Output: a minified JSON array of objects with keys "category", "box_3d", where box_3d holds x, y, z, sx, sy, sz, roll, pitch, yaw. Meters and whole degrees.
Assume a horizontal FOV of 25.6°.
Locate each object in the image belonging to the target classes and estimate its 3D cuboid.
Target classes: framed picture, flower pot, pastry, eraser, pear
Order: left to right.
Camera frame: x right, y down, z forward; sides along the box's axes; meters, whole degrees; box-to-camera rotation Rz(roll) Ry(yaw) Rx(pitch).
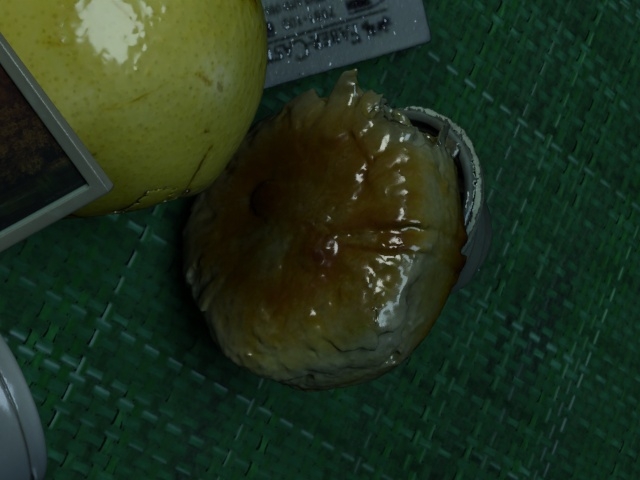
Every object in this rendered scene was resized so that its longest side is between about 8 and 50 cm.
[{"category":"framed picture","box_3d":[-0.323,-0.059,1.180,0.184,0.250,0.016,57,18,-21]},{"category":"pear","box_3d":[-0.219,-0.180,1.304,0.348,0.348,0.348,1,88,-31]},{"category":"eraser","box_3d":[-0.004,-0.244,1.584,0.352,0.077,0.111,-20,98,-31]},{"category":"pastry","box_3d":[0.000,0.000,1.460,0.136,0.329,0.330,34,69,-54]},{"category":"flower pot","box_3d":[0.103,-0.020,1.580,0.140,0.235,0.236,34,70,-48]}]

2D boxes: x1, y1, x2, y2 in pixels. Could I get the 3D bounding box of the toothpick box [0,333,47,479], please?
[{"category":"toothpick box","box_3d":[-0.425,0.200,1.243,0.316,0.229,0.229,-26,102,-30]}]
